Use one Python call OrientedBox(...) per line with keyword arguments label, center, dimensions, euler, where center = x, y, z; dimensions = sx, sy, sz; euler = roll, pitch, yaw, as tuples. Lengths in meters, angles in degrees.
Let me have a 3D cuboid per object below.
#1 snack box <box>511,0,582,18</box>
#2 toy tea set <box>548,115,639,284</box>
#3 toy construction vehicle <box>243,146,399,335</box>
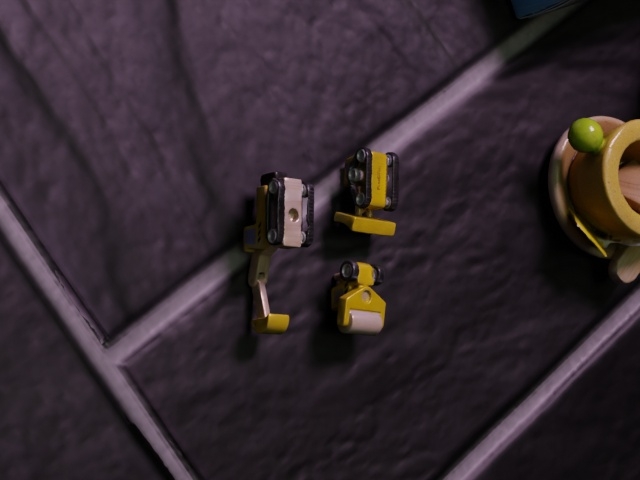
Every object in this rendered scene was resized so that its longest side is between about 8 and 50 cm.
OrientedBox(label="snack box", center=(0.149, -0.310, 0.804), dimensions=(0.187, 0.060, 0.322), euler=(-22, 95, -30))
OrientedBox(label="toy tea set", center=(0.301, -0.003, 0.817), dimensions=(0.336, 0.124, 0.200), euler=(43, 65, -19))
OrientedBox(label="toy construction vehicle", center=(0.000, 0.000, 0.699), dimensions=(0.086, 0.035, 0.098), euler=(4, 84, -41))
